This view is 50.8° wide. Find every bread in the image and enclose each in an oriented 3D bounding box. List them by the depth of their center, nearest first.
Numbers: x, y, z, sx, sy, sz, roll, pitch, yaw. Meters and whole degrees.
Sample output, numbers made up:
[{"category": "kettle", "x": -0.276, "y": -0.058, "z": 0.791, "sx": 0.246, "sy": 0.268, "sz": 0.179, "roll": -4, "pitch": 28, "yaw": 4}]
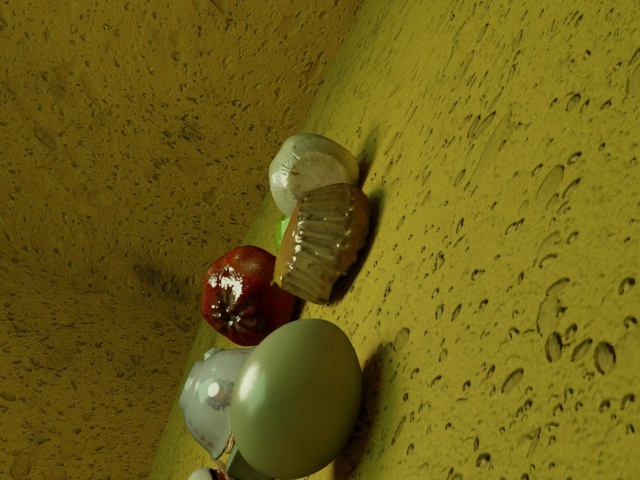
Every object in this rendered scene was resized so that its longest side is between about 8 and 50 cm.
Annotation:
[{"category": "bread", "x": 0.000, "y": 0.000, "z": 1.406, "sx": 0.274, "sy": 0.149, "sz": 0.274, "roll": -163, "pitch": 90, "yaw": -77}]

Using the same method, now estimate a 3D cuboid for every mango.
[{"category": "mango", "x": -0.081, "y": -0.016, "z": 1.947, "sx": 0.119, "sy": 0.100, "sz": 0.179, "roll": -179, "pitch": 105, "yaw": -76}]

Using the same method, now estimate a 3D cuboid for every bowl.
[{"category": "bowl", "x": -0.316, "y": 0.446, "z": 1.967, "sx": 0.346, "sy": 0.157, "sz": 0.345, "roll": -61, "pitch": 13, "yaw": 24}]

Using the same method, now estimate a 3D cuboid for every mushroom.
[{"category": "mushroom", "x": -0.367, "y": 0.480, "z": 2.320, "sx": 0.081, "sy": 0.092, "sz": 0.223, "roll": -34, "pitch": 38, "yaw": 40}]

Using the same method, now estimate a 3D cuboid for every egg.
[{"category": "egg", "x": -0.032, "y": 0.226, "z": 0.983, "sx": 0.186, "sy": 0.186, "sz": 0.242, "roll": -52, "pitch": 13, "yaw": 53}]

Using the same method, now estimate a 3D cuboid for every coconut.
[{"category": "coconut", "x": -0.023, "y": -0.153, "z": 1.651, "sx": 0.241, "sy": 0.241, "sz": 0.241, "roll": -157, "pitch": 90, "yaw": -79}]

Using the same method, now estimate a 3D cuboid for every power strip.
[{"category": "power strip", "x": -0.084, "y": 0.323, "z": 1.274, "sx": 0.053, "sy": 0.093, "sz": 0.288, "roll": -120, "pitch": 53, "yaw": -80}]

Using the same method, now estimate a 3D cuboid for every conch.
[{"category": "conch", "x": -0.248, "y": 0.572, "z": 1.558, "sx": 0.104, "sy": 0.094, "sz": 0.176, "roll": -28, "pitch": 0, "yaw": -24}]

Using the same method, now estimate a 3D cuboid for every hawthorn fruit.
[{"category": "hawthorn fruit", "x": -0.165, "y": 0.119, "z": 1.741, "sx": 0.254, "sy": 0.254, "sz": 0.300, "roll": -57, "pitch": -1, "yaw": 40}]

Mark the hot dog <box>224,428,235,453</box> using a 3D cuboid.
[{"category": "hot dog", "x": -0.233, "y": 0.520, "z": 1.771, "sx": 0.037, "sy": 0.021, "sz": 0.083, "roll": 136, "pitch": 154, "yaw": -61}]
